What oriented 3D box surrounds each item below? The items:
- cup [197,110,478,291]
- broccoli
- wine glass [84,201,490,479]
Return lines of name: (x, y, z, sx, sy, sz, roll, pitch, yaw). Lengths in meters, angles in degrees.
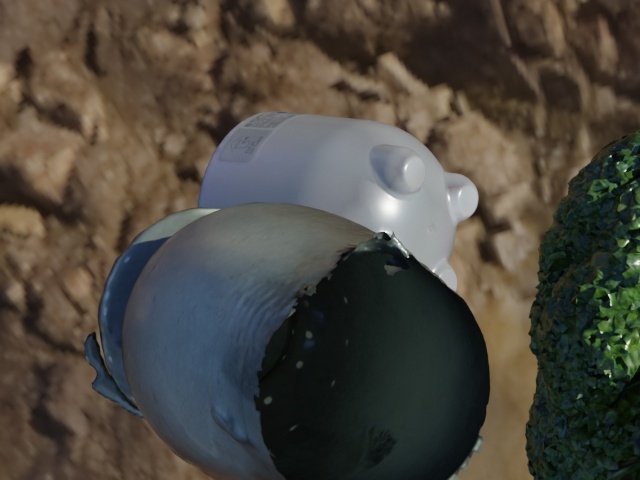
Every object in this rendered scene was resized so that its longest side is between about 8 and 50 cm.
cup: (0.003, -0.012, 1.211, 0.142, 0.173, 0.134, 8, 95, 43)
broccoli: (0.288, 0.048, 1.221, 0.310, 0.413, 0.321, 7, 86, 1)
wine glass: (-0.016, 0.041, 0.734, 0.111, 0.111, 0.204, -45, 17, -13)
